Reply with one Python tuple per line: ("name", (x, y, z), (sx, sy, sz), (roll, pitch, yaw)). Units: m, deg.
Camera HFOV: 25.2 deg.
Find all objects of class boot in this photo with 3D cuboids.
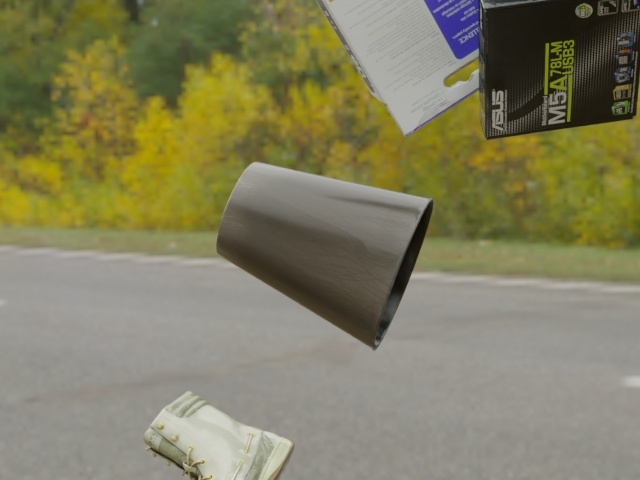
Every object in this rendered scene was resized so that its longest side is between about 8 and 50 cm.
("boot", (-0.143, 0.279, 1.707), (0.165, 0.077, 0.213), (28, 40, 8))

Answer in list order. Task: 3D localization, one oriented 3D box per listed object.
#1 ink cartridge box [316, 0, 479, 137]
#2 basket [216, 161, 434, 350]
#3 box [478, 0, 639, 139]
("ink cartridge box", (0.127, -0.262, 1.689), (0.206, 0.208, 0.045), (-33, 15, -3))
("basket", (0.000, 0.000, 1.767), (0.227, 0.204, 0.154), (23, 17, 10))
("box", (0.274, -0.211, 1.643), (0.184, 0.190, 0.045), (-9, 43, -4))
